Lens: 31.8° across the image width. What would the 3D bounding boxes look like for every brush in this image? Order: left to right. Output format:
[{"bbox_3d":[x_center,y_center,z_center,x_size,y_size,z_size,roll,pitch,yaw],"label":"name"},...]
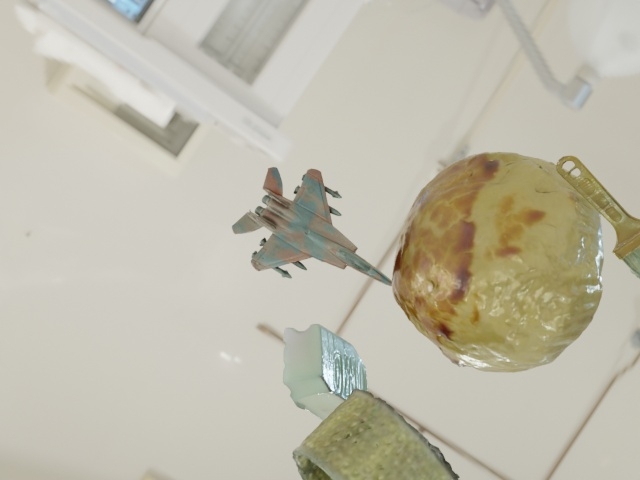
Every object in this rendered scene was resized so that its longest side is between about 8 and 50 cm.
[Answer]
[{"bbox_3d":[0.406,-0.040,1.553,0.218,0.082,0.010,44,-156,-13],"label":"brush"}]

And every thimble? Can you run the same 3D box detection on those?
[{"bbox_3d":[0.092,0.382,1.789,0.271,0.150,0.271,43,161,18],"label":"thimble"}]

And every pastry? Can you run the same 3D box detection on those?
[{"bbox_3d":[0.284,0.032,1.874,0.312,0.388,0.388,11,-175,-16],"label":"pastry"}]

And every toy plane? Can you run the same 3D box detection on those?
[{"bbox_3d":[0.001,0.001,2.112,0.326,0.223,0.104,32,177,7],"label":"toy plane"}]

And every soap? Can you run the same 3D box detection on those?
[{"bbox_3d":[0.016,0.261,2.174,0.091,0.145,0.230,-11,156,24],"label":"soap"}]
